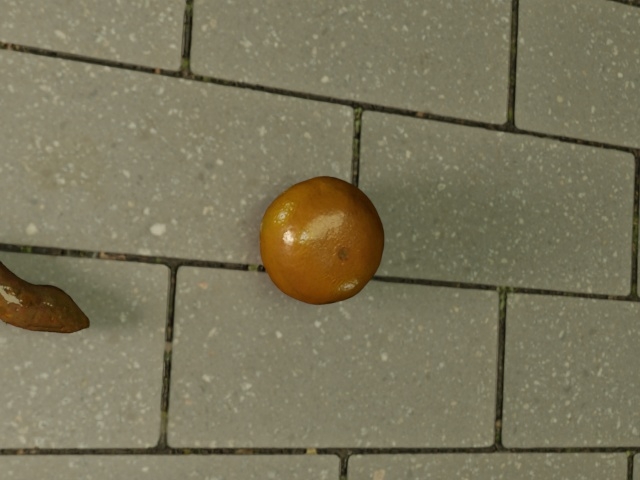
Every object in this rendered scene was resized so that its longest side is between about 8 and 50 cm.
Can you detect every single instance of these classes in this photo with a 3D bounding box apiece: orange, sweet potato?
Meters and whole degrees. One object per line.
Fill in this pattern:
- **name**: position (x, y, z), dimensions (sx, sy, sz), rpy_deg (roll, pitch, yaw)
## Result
- **orange**: position (0.000, 0.000, 1.517), dimensions (0.156, 0.124, 0.156), rpy_deg (-7, 106, -23)
- **sweet potato**: position (-0.342, 0.051, 1.341), dimensions (0.218, 0.051, 0.065), rpy_deg (31, 33, -27)
